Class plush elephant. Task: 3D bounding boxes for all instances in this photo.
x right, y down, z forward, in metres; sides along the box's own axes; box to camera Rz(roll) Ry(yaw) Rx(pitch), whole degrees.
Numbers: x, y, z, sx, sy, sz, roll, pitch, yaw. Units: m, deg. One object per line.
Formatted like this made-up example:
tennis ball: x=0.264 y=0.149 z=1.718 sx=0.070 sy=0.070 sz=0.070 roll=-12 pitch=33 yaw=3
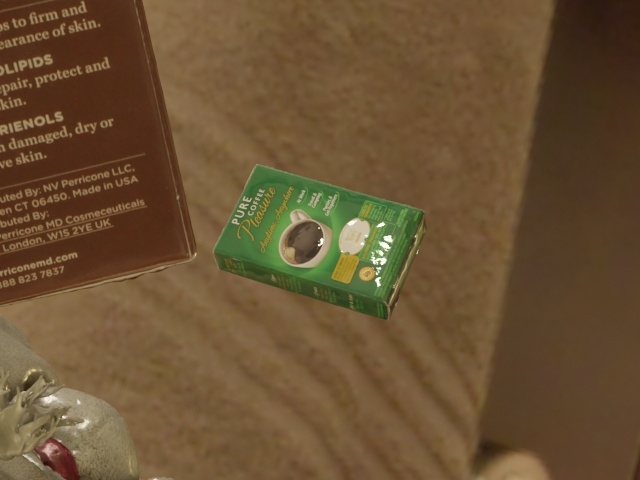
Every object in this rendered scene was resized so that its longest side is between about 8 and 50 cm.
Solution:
plush elephant: x=-0.251 y=0.204 z=1.364 sx=0.272 sy=0.330 sz=0.255 roll=51 pitch=20 yaw=14

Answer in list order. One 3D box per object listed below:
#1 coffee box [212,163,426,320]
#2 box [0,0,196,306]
coffee box: x=0.000 y=0.000 z=1.702 sx=0.184 sy=0.113 sz=0.040 roll=15 pitch=-28 yaw=16
box: x=-0.180 y=-0.175 z=0.975 sx=0.143 sy=0.381 sz=0.191 roll=-12 pitch=28 yaw=-7
